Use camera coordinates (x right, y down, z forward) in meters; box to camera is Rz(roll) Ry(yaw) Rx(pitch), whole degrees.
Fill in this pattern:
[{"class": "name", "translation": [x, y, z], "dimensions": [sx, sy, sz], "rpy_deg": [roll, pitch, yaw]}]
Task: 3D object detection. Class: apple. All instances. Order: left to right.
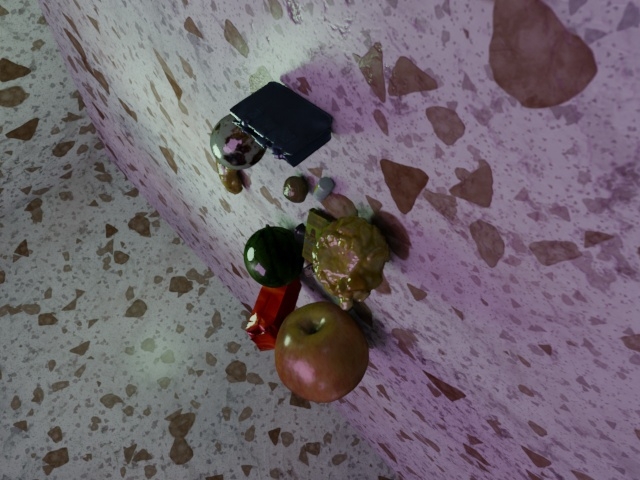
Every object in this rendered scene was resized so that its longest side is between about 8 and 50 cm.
[{"class": "apple", "translation": [0.001, 0.430, 1.748], "dimensions": [0.391, 0.391, 0.346], "rpy_deg": [28, 140, 41]}]

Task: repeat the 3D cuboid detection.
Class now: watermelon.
[{"class": "watermelon", "translation": [-0.178, 0.062, 1.721], "dimensions": [0.242, 0.242, 0.242], "rpy_deg": [39, 155, 23]}]

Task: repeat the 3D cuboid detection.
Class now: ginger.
[{"class": "ginger", "translation": [-0.367, -0.267, 1.754], "dimensions": [0.115, 0.081, 0.205], "rpy_deg": [13, 140, 4]}]

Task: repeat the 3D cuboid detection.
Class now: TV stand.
[{"class": "TV stand", "translation": [0.004, 0.092, 1.618], "dimensions": [0.042, 0.036, 0.249], "rpy_deg": [60, 150, -2]}]

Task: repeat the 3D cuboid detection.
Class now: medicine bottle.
[{"class": "medicine bottle", "translation": [0.007, -0.149, 1.308], "dimensions": [0.047, 0.047, 0.083], "rpy_deg": [48, 157, 4]}]

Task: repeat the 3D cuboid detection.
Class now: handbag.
[{"class": "handbag", "translation": [-0.099, -0.291, 1.116], "dimensions": [0.229, 0.179, 0.062], "rpy_deg": [37, 154, 22]}]

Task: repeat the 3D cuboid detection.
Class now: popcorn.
[{"class": "popcorn", "translation": [0.092, 0.058, 1.267], "dimensions": [0.259, 0.212, 0.259], "rpy_deg": [4, 98, 33]}]

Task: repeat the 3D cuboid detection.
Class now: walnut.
[{"class": "walnut", "translation": [-0.079, -0.161, 1.407], "dimensions": [0.092, 0.092, 0.092], "rpy_deg": [39, 155, 23]}]

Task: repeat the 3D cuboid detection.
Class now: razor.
[{"class": "razor", "translation": [-0.027, -0.002, 1.581], "dimensions": [0.148, 0.054, 0.090], "rpy_deg": [29, 146, 32]}]

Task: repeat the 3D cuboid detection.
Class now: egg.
[{"class": "egg", "translation": [-0.243, -0.308, 1.362], "dimensions": [0.169, 0.169, 0.231], "rpy_deg": [54, 143, -10]}]

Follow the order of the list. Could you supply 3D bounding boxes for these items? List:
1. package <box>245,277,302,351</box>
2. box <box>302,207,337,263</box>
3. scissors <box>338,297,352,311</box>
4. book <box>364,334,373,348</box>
[{"class": "package", "translation": [-0.188, 0.263, 1.922], "dimensions": [0.123, 0.423, 0.196], "rpy_deg": [8, 149, 15]}, {"class": "box", "translation": [0.000, 0.000, 1.481], "dimensions": [0.121, 0.030, 0.193], "rpy_deg": [32, 129, 29]}, {"class": "scissors", "translation": [0.057, 0.159, 1.696], "dimensions": [0.138, 0.041, 0.289], "rpy_deg": [3, 129, 50]}, {"class": "book", "translation": [0.137, 0.400, 1.961], "dimensions": [0.168, 0.013, 0.192], "rpy_deg": [54, 157, -12]}]
